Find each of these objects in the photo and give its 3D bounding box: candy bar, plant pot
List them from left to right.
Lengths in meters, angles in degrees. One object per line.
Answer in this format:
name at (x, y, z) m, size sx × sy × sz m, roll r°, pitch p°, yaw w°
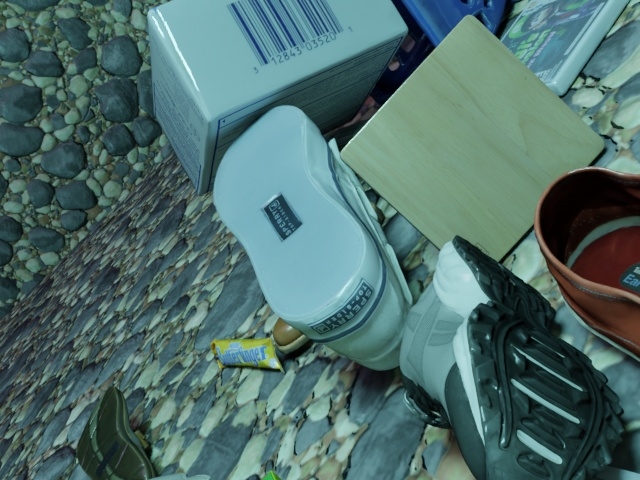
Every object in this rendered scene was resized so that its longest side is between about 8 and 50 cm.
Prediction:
candy bar at (-0.084, 0.129, 0.842) m, size 0.018 × 0.040 × 0.161 m, roll -26°, pitch 8°, yaw -32°
plant pot at (0.131, -0.354, 1.032) m, size 0.212 × 0.236 × 0.236 m, roll -47°, pitch 19°, yaw -18°

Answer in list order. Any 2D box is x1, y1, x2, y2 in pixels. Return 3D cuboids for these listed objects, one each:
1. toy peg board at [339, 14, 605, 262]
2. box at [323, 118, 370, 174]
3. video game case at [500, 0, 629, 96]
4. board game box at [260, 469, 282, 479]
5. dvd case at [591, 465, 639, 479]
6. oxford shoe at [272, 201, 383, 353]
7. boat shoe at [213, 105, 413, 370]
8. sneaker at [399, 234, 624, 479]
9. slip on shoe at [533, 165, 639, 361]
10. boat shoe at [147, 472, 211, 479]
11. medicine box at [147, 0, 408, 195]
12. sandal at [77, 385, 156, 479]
toy peg board at (0.126, -0.077, 0.655) m, size 0.160 × 0.161 × 0.079 m, roll -47°, pitch 3°, yaw 1°
box at (-0.006, -0.085, 1.071) m, size 0.186 × 0.038 × 0.145 m, roll -54°, pitch 21°, yaw -20°
video game case at (0.254, -0.224, 0.838) m, size 0.190 × 0.022 × 0.173 m, roll -53°, pitch 21°, yaw -15°
board game box at (-0.035, 0.247, 0.510) m, size 0.092 × 0.043 × 0.181 m, roll -42°, pitch 21°, yaw -3°
dvd case at (0.090, 0.171, 0.286) m, size 0.239 × 0.029 × 0.179 m, roll -25°, pitch 10°, yaw -28°
oxford shoe at (-0.008, 0.026, 0.824) m, size 0.076 × 0.076 × 0.212 m, roll -14°, pitch 41°, yaw 51°
boat shoe at (0.007, -0.005, 0.725) m, size 0.136 × 0.156 × 0.367 m, roll -41°, pitch 34°, yaw 6°
sneaker at (0.102, 0.088, 0.465) m, size 0.108 × 0.100 × 0.271 m, roll -56°, pitch 4°, yaw 14°
slip on shoe at (0.213, 0.028, 0.353) m, size 0.123 × 0.101 × 0.331 m, roll -46°, pitch 22°, yaw -2°
boat shoe at (-0.139, 0.251, 0.726) m, size 0.046 × 0.038 × 0.125 m, roll -8°, pitch -8°, yaw -40°
medicine box at (-0.069, -0.212, 0.956) m, size 0.263 × 0.149 × 0.289 m, roll -28°, pitch -6°, yaw -16°
sandal at (-0.233, 0.254, 0.886) m, size 0.090 × 0.060 × 0.219 m, roll -55°, pitch 36°, yaw -5°
